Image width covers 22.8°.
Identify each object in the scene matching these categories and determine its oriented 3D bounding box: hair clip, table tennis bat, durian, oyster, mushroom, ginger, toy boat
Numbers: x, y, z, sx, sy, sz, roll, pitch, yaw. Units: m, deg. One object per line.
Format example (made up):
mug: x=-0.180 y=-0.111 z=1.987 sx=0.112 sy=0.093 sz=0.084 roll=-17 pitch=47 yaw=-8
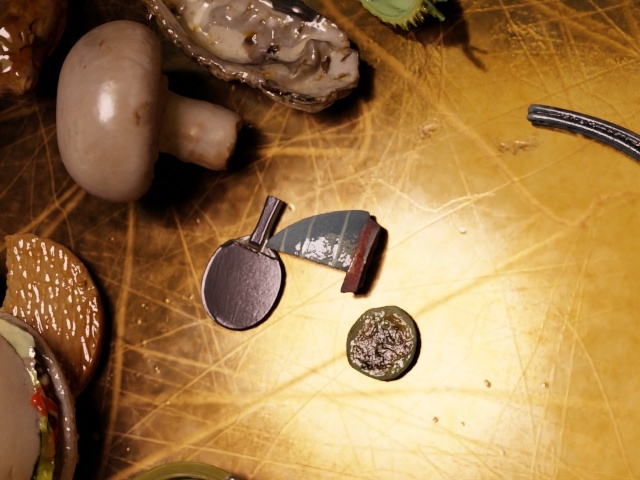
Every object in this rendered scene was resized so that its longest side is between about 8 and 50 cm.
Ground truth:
hair clip: x=0.335 y=-0.080 z=1.650 sx=0.275 sy=0.048 sz=0.083 roll=37 pitch=94 yaw=27
table tennis bat: x=-0.079 y=0.025 z=1.785 sx=0.095 sy=0.014 sz=0.158 roll=22 pitch=89 yaw=23
durian: x=0.076 y=-0.289 z=1.745 sx=0.215 sy=0.100 sz=0.086 roll=40 pitch=97 yaw=28
oyster: x=-0.099 y=-0.244 z=1.820 sx=0.345 sy=0.078 sz=0.128 roll=30 pitch=70 yaw=24
mushroom: x=-0.203 y=-0.141 z=1.765 sx=0.209 sy=0.206 sz=0.206 roll=4 pitch=81 yaw=20
ginger: x=-0.440 y=-0.300 z=1.902 sx=0.357 sy=0.152 sz=0.274 roll=34 pitch=92 yaw=24
toy boat: x=-0.001 y=0.000 z=1.744 sx=0.122 sy=0.034 sz=0.096 roll=18 pitch=80 yaw=16

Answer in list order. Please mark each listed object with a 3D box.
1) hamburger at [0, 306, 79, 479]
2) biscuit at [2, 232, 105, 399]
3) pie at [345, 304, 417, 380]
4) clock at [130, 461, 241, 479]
hamburger: x=-0.407 y=0.212 z=1.756 sx=0.302 sy=0.170 sz=0.302 roll=1 pitch=93 yaw=31
biscuit: x=-0.313 y=0.101 z=1.840 sx=0.145 sy=0.033 sz=0.224 roll=-4 pitch=82 yaw=19
pie: x=0.067 y=0.109 z=1.714 sx=0.085 sy=0.017 sz=0.085 roll=-4 pitch=79 yaw=18
clock: x=-0.142 y=0.357 z=1.720 sx=0.237 sy=0.057 sz=0.237 roll=-5 pitch=77 yaw=20
